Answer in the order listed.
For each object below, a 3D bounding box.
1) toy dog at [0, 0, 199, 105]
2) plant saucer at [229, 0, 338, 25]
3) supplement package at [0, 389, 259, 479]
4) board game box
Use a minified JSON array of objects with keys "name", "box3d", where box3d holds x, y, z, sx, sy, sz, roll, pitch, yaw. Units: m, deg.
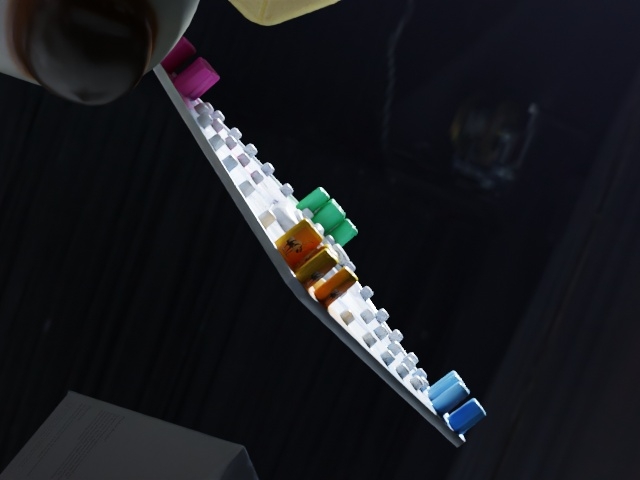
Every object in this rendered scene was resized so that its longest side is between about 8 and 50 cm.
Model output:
[{"name":"toy dog","box3d":[-0.125,-0.295,0.880,0.395,0.408,0.284,24,15,-34]},{"name":"plant saucer","box3d":[-0.061,-0.407,1.476,0.332,0.081,0.333,-8,-41,48]},{"name":"supplement package","box3d":[-0.172,0.266,1.129,0.203,0.194,0.149,12,-41,33]},{"name":"board game box","box3d":[0.000,0.000,1.407,0.390,0.050,0.390,45,8,-49]}]
